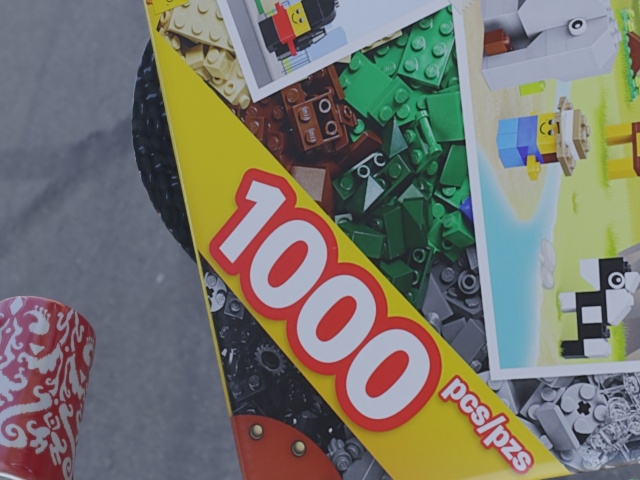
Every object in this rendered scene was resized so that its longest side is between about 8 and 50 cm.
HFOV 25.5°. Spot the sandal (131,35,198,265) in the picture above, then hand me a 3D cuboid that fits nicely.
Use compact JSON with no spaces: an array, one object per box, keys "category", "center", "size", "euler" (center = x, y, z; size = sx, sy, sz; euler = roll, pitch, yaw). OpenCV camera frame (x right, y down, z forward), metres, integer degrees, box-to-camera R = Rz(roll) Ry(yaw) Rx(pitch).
[{"category":"sandal","center":[-0.001,0.003,1.075],"size":[0.167,0.107,0.446],"euler":[-38,70,13]}]

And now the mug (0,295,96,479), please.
[{"category":"mug","center":[-0.238,0.146,1.100],"size":[0.150,0.113,0.169],"euler":[110,170,-48]}]

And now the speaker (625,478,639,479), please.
[{"category":"speaker","center":[0.207,0.339,1.352],"size":[0.296,0.131,0.131],"euler":[-38,39,32]}]

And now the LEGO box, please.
[{"category":"LEGO box","center":[0.112,-0.137,0.743],"size":[0.372,0.193,0.500],"euler":[-15,85,25]}]
